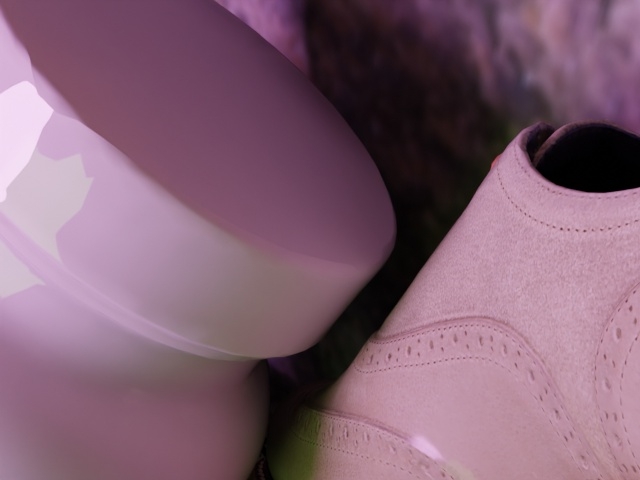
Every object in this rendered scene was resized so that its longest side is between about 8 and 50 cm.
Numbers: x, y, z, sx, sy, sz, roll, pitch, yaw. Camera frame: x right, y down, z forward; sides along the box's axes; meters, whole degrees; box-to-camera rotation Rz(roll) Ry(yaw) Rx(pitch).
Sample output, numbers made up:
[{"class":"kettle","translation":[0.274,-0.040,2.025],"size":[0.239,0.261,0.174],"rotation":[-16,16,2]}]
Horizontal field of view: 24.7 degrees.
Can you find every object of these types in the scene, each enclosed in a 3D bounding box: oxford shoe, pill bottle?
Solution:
[{"class":"oxford shoe","translation":[0.085,0.041,0.475],"size":[0.397,0.140,0.146],"rotation":[-17,74,62]},{"class":"pill bottle","translation":[-0.150,0.074,0.562],"size":[0.210,0.210,0.363],"rotation":[49,114,17]}]

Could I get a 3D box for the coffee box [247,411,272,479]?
[{"class":"coffee box","translation":[-0.053,0.200,0.746],"size":[0.246,0.141,0.098],"rotation":[63,-173,-6]}]
